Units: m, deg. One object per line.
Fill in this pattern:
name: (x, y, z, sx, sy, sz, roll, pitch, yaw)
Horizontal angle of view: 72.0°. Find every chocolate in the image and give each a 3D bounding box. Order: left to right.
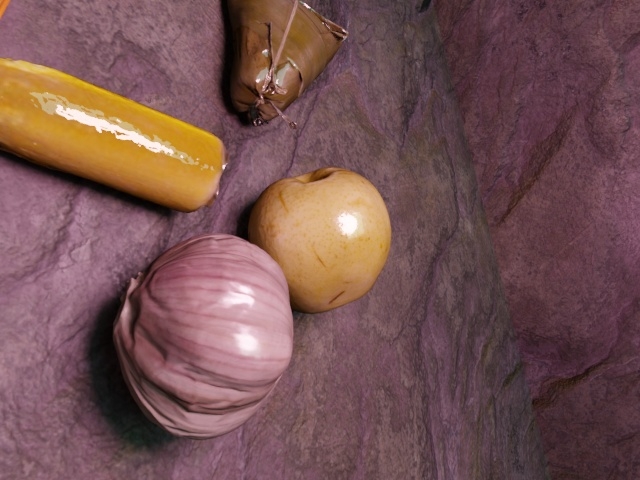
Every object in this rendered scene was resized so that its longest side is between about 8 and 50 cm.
chocolate: (-0.366, -0.176, 0.667, 0.446, 0.162, 0.162, 19, 63, -41)

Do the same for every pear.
pear: (0.000, 0.000, 0.918, 0.309, 0.309, 0.309, 20, 63, -46)

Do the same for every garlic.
garlic: (-0.177, 0.130, 0.679, 0.259, 0.317, 0.317, 25, 59, -30)

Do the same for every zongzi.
zongzi: (-0.175, -0.447, 0.981, 0.418, 0.181, 0.447, 41, 51, -15)

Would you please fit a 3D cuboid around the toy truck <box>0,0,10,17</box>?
toy truck: (-0.533, -0.394, 0.544, 0.270, 0.135, 0.114, 33, 52, -45)
